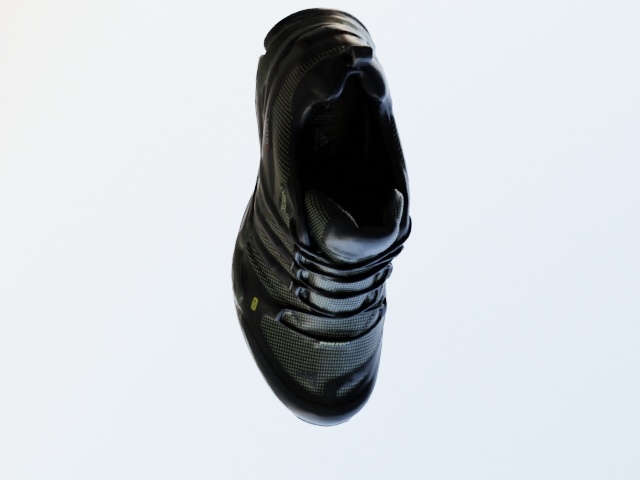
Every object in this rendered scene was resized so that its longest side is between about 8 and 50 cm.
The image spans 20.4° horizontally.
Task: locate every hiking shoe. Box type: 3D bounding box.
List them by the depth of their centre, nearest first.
[{"bbox_3d":[0.000,0.000,0.912,0.114,0.086,0.227,-118,-155,-70],"label":"hiking shoe"}]
